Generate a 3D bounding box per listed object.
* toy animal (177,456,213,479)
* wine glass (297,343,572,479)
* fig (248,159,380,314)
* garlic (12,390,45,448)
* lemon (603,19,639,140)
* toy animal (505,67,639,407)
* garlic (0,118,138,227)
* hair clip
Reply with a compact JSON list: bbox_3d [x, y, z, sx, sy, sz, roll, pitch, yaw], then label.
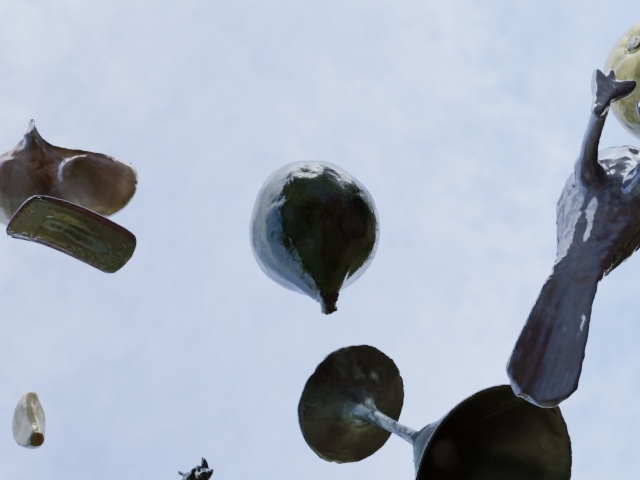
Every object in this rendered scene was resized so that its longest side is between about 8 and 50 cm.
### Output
[{"bbox_3d":[-0.174,0.365,1.424,0.065,0.047,0.135,34,-127,-35],"label":"toy animal"},{"bbox_3d":[0.141,0.297,1.524,0.267,0.406,0.267,-4,-82,-29],"label":"wine glass"},{"bbox_3d":[0.000,0.000,1.449,0.195,0.245,0.195,-7,-55,-11],"label":"fig"},{"bbox_3d":[-0.371,0.238,1.312,0.041,0.083,0.053,12,-63,-32],"label":"garlic"},{"bbox_3d":[0.434,-0.188,1.223,0.207,0.170,0.170,19,-89,-32],"label":"lemon"},{"bbox_3d":[0.232,-0.035,0.819,0.367,0.081,0.205,-41,-37,-60],"label":"toy animal"},{"bbox_3d":[-0.303,-0.070,1.208,0.099,0.174,0.124,76,-170,-60],"label":"garlic"},{"bbox_3d":[-0.242,-0.007,1.000,0.137,0.022,0.054,25,-74,-43],"label":"hair clip"}]
